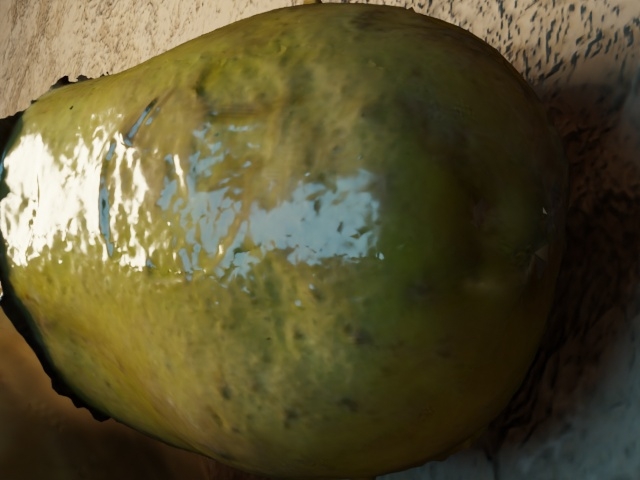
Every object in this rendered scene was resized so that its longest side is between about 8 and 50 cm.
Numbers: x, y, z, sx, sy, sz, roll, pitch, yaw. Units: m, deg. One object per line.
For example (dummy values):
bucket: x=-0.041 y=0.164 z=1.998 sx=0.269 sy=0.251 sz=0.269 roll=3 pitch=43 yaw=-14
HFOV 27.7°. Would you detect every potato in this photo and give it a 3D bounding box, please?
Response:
potato: x=0.000 y=0.000 z=0.572 sx=0.266 sy=0.229 sz=0.229 roll=3 pitch=81 yaw=49

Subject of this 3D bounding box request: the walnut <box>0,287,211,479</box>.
walnut: x=-0.215 y=0.205 z=0.743 sx=0.381 sy=0.381 sz=0.381 roll=-38 pitch=46 yaw=54
